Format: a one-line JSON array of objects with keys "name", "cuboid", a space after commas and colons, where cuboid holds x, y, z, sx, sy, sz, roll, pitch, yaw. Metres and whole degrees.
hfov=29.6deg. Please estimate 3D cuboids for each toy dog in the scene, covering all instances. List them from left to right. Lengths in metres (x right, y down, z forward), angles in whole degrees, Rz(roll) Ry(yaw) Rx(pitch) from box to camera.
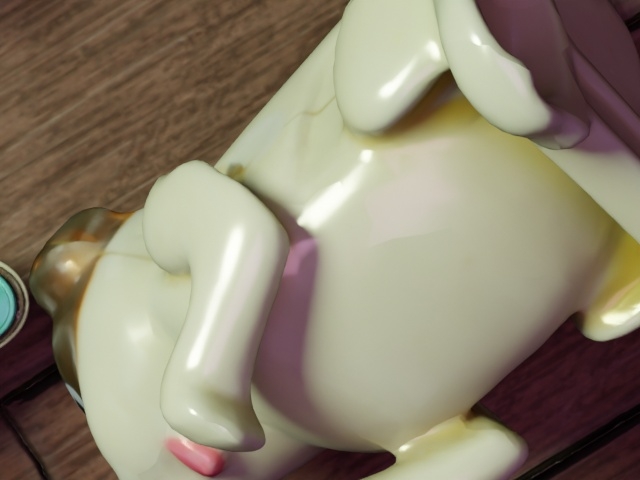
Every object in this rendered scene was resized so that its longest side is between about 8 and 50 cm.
[{"name": "toy dog", "cuboid": [0.000, 0.000, 0.731, 0.408, 0.395, 0.284, -37, 130, 24]}]

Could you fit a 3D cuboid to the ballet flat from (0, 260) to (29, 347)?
[{"name": "ballet flat", "cuboid": [-0.308, 0.056, 0.813, 0.248, 0.086, 0.086, -11, 102, 3]}]
